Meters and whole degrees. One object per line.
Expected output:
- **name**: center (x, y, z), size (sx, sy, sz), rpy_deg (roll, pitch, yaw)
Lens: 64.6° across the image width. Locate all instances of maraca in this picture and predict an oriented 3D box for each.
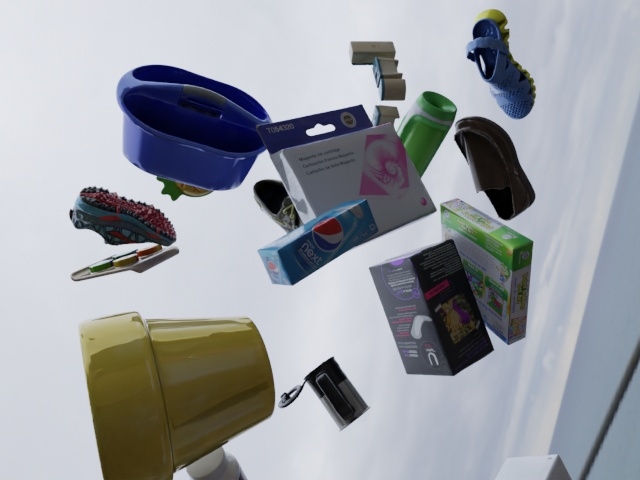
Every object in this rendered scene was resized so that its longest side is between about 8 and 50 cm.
- **maraca**: center (-0.373, -0.183, 1.455), size (0.185, 0.099, 0.127), rpy_deg (-18, -85, -13)

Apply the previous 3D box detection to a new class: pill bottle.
- **pill bottle**: center (-0.163, 0.406, 0.833), size (0.086, 0.086, 0.152), rpy_deg (-48, -49, -41)

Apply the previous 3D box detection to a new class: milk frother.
- **milk frother**: center (0.005, 0.344, 1.069), size (0.143, 0.135, 0.129), rpy_deg (-42, -17, 15)

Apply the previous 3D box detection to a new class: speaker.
- **speaker**: center (0.273, -0.274, 1.463), size (0.131, 0.131, 0.297), rpy_deg (-41, -18, -47)

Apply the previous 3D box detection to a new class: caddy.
- **caddy**: center (-0.274, -0.262, 1.118), size (0.179, 0.341, 0.241), rpy_deg (125, 151, -45)

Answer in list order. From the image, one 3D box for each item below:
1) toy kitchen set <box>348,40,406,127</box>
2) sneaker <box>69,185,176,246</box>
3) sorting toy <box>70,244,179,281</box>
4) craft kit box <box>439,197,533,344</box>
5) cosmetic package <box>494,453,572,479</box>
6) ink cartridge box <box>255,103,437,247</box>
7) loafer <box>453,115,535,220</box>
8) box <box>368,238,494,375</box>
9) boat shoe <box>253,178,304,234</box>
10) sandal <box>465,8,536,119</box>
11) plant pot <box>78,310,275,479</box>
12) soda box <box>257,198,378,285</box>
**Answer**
- **toy kitchen set**: center (0.143, -0.414, 1.388), size (0.166, 0.122, 0.207), rpy_deg (98, 168, -54)
- **sneaker**: center (-0.491, -0.040, 1.267), size (0.261, 0.104, 0.125), rpy_deg (27, -60, -35)
- **sorting toy**: center (-0.498, 0.051, 1.300), size (0.193, 0.208, 0.038), rpy_deg (-42, -57, -68)
- **craft kit box**: center (0.358, 0.062, 1.127), size (0.060, 0.250, 0.247), rpy_deg (-21, -58, -14)
- **cosmetic package**: center (0.461, 0.617, 1.064), size (0.224, 0.138, 0.225), rpy_deg (-26, -91, -46)
- **ink cartridge box**: center (0.067, -0.156, 1.122), size (0.324, 0.071, 0.330), rpy_deg (-22, -98, -35)
- **loafer**: center (0.504, -0.201, 1.472), size (0.366, 0.133, 0.130), rpy_deg (47, -118, -20)
- **box**: center (0.249, 0.154, 1.157), size (0.143, 0.165, 0.271), rpy_deg (-19, -91, -32)
- **boat shoe**: center (-0.063, -0.070, 1.196), size (0.109, 0.305, 0.091), rpy_deg (-50, -49, -8)
- **sandal**: center (0.495, -0.474, 1.425), size (0.138, 0.126, 0.317), rpy_deg (-46, -71, -33)
- **plant pot**: center (-0.206, 0.214, 0.742), size (0.238, 0.254, 0.254), rpy_deg (-11, -64, -25)
- **soda box**: center (0.000, 0.000, 0.884), size (0.210, 0.071, 0.067), rpy_deg (-31, -74, -32)
